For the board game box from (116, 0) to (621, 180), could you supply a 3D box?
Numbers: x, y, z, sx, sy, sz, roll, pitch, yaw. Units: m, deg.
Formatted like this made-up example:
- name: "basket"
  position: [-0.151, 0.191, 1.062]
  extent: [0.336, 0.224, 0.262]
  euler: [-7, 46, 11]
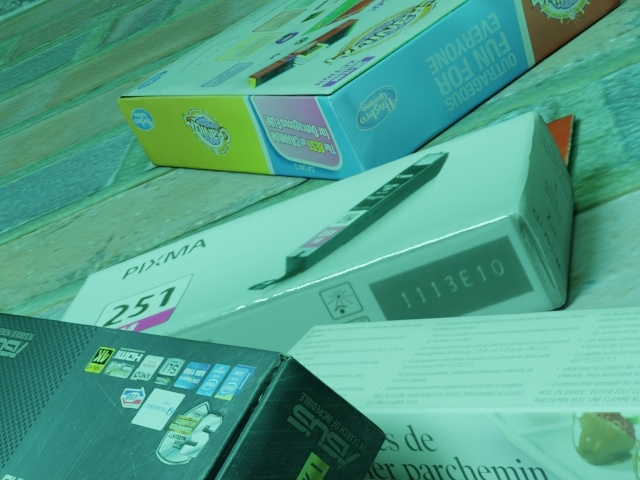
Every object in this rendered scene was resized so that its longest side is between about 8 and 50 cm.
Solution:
- name: "board game box"
  position: [0.023, -0.136, 1.160]
  extent: [0.242, 0.064, 0.316]
  euler: [-36, 21, -23]

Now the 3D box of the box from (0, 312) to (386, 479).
- name: "box"
  position: [-0.103, 0.122, 0.597]
  extent: [0.233, 0.059, 0.183]
  euler: [3, 57, 55]

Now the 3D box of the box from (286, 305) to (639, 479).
- name: "box"
  position: [0.105, 0.064, 0.550]
  extent: [0.324, 0.063, 0.067]
  euler: [-7, 27, 44]

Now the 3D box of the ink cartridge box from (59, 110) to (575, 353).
- name: "ink cartridge box"
  position: [0.000, 0.000, 0.858]
  extent: [0.275, 0.060, 0.239]
  euler: [-20, 22, 19]
